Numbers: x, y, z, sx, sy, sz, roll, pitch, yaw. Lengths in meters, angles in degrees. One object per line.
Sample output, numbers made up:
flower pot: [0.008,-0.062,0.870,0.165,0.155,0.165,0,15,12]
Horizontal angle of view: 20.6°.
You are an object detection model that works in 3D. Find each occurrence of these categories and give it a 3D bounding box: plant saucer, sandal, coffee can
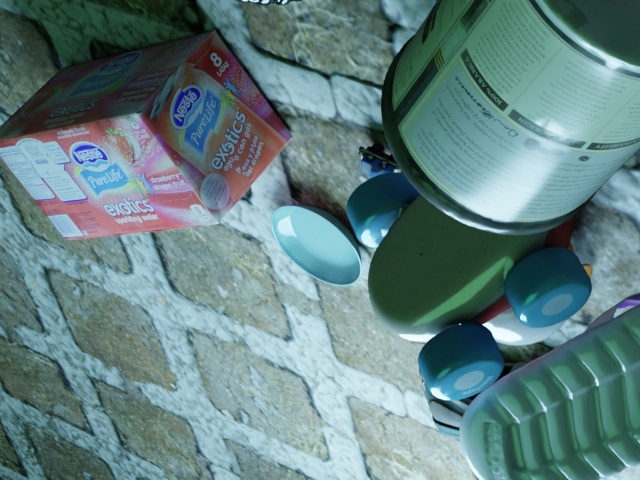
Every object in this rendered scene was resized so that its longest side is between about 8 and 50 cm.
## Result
plant saucer: [0.000,0.000,1.928,0.119,0.021,0.119,27,147,19]
sandal: [0.315,0.109,1.566,0.416,0.102,0.169,-19,106,21]
coffee can: [0.186,-0.150,1.344,0.201,0.201,0.275,39,150,1]

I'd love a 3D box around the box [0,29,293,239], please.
box: [-0.198,-0.108,1.879,0.300,0.142,0.154,-6,128,50]

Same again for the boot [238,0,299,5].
boot: [-0.053,-0.280,1.338,0.260,0.348,0.131,-32,67,56]

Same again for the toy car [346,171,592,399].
toy car: [0.183,0.023,1.638,0.210,0.238,0.219,-44,53,26]

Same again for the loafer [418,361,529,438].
loafer: [0.200,0.167,1.867,0.267,0.096,0.084,-4,123,52]

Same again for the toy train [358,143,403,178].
toy train: [0.101,-0.052,1.732,0.158,0.036,0.027,27,148,20]
